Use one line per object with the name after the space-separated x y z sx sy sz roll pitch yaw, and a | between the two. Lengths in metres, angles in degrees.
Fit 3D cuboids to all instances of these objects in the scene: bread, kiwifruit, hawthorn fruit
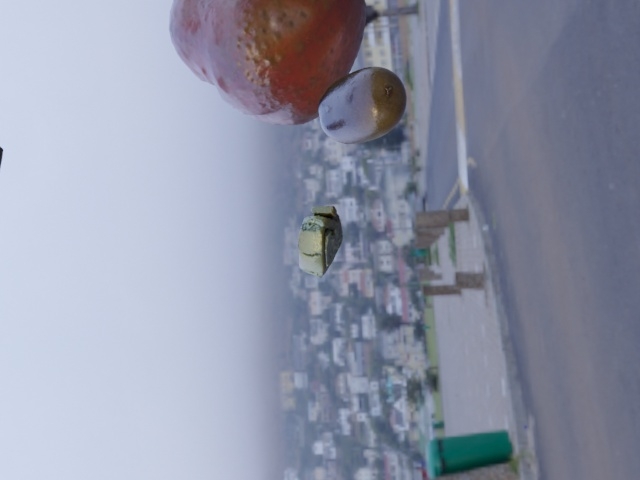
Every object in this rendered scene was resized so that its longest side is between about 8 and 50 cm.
0.000 0.000 1.595 0.156 0.064 0.117 78 -148 -64 | bread
0.043 -0.140 0.844 0.124 0.075 0.075 166 102 -65 | kiwifruit
-0.062 -0.310 1.147 0.299 0.275 0.275 -55 -20 -16 | hawthorn fruit

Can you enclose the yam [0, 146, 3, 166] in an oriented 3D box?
-0.700 -0.139 1.692 0.054 0.054 0.132 69 -159 -69 | yam
